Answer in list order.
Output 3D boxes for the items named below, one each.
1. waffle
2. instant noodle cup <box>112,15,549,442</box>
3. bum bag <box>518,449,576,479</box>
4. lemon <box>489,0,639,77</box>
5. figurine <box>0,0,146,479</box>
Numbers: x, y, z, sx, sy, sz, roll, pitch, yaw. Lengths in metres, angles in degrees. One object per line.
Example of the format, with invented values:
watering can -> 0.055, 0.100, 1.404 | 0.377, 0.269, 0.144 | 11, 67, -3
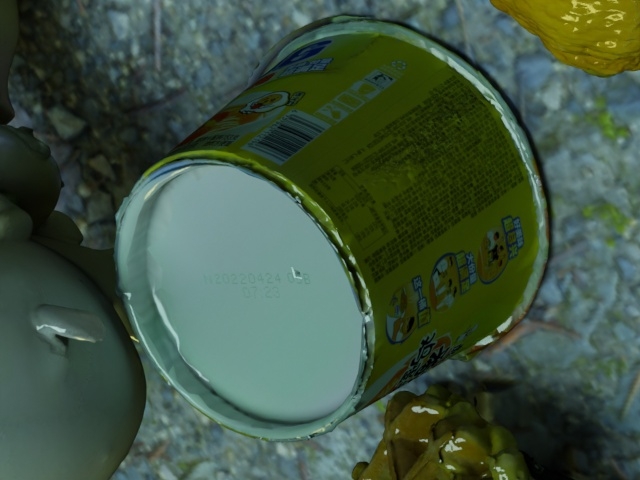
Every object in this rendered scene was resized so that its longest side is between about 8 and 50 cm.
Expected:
waffle -> 0.039, 0.218, 1.054 | 0.058, 0.281, 0.301 | 13, 154, -21
instant noodle cup -> 0.000, 0.000, 1.002 | 0.205, 0.153, 0.205 | 15, 120, 28
bum bag -> 0.166, 0.178, 1.045 | 0.198, 0.049, 0.087 | 20, 100, 27
lemon -> 0.131, -0.151, 0.832 | 0.142, 0.142, 0.187 | 19, 130, 27
figurine -> -0.195, -0.021, 1.096 | 0.227, 0.275, 0.394 | -32, 62, 35
